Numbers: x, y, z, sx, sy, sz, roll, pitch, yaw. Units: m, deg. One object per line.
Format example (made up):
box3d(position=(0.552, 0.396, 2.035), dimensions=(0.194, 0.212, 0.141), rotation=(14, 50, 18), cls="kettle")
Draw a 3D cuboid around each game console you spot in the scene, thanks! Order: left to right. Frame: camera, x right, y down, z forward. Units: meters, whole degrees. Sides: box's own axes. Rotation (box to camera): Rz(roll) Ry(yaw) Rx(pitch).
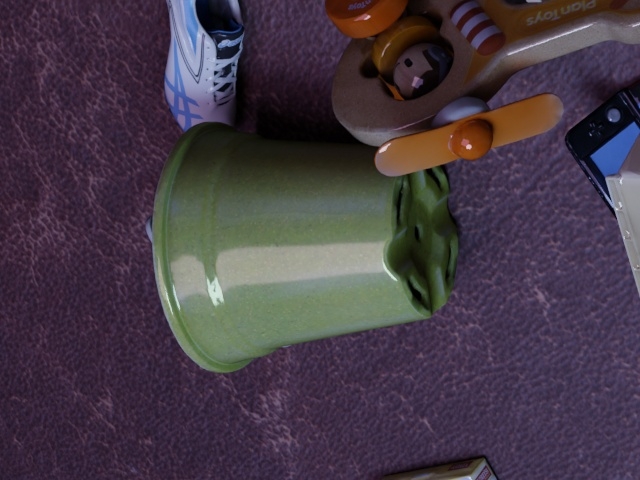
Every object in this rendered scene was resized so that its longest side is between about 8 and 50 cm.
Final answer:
box3d(position=(0.328, -0.080, 1.728), dimensions=(0.144, 0.124, 0.085), rotation=(55, 162, -6), cls="game console")

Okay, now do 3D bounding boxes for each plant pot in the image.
box3d(position=(0.000, 0.000, 1.930), dimensions=(0.254, 0.276, 0.276), rotation=(-4, 117, 26), cls="plant pot")

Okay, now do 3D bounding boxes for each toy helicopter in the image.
box3d(position=(0.170, -0.174, 1.702), dimensions=(0.355, 0.235, 0.140), rotation=(-15, 139, 25), cls="toy helicopter")

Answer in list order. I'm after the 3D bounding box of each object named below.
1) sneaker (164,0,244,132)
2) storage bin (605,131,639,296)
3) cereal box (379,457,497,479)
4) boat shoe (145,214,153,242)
box3d(position=(-0.121, -0.201, 1.981), dimensions=(0.086, 0.085, 0.237), rotation=(28, 134, 40), cls="sneaker")
box3d(position=(0.418, 0.008, 1.602), dimensions=(0.262, 0.123, 0.260), rotation=(7, 137, 34), cls="storage bin")
box3d(position=(0.180, 0.379, 2.175), dimensions=(0.173, 0.047, 0.240), rotation=(-17, 107, 43), cls="cereal box")
box3d(position=(-0.102, 0.029, 2.134), dimensions=(0.228, 0.081, 0.068), rotation=(39, 132, 0), cls="boat shoe")
